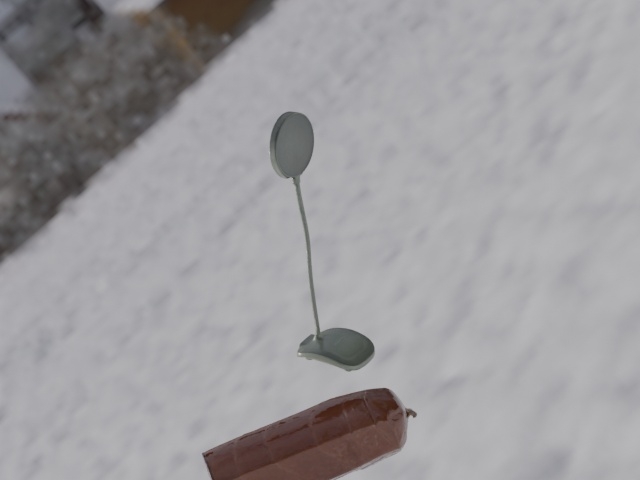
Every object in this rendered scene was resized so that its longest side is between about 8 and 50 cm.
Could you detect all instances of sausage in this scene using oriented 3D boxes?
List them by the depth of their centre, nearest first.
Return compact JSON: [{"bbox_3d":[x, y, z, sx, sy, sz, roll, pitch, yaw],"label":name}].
[{"bbox_3d":[-0.003,0.159,1.514,0.169,0.065,0.065,-22,14,-6],"label":"sausage"}]

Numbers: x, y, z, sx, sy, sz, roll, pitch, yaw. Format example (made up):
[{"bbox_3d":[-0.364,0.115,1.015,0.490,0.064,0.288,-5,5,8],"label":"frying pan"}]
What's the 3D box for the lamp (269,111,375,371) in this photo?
[{"bbox_3d":[0.000,0.000,1.483,0.056,0.198,0.050,6,24,35],"label":"lamp"}]
